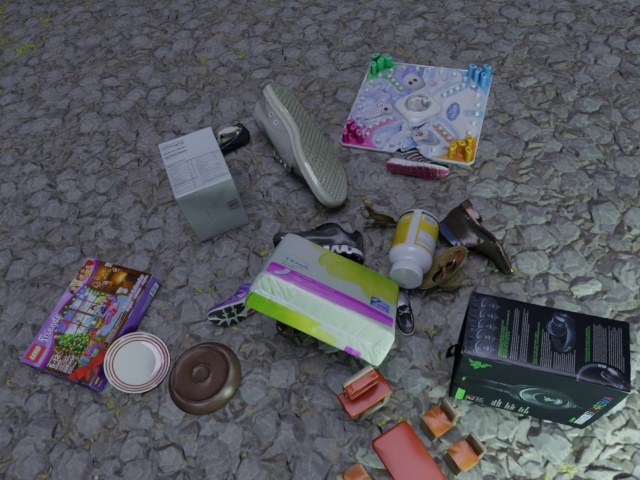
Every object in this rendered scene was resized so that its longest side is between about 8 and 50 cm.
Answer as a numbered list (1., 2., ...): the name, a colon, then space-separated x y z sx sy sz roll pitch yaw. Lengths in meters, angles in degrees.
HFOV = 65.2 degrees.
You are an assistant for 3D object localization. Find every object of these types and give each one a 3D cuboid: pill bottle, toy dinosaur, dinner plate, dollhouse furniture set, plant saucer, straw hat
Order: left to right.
1. dinner plate: -0.418 0.278 1.142 0.141 0.017 0.141 9 59 -15
2. plant saucer: -0.262 0.302 1.120 0.169 0.029 0.168 -3 56 5
3. toy dinosaur: 0.156 -0.056 1.270 0.093 0.183 0.053 1 73 55
4. dollhouse furniture set: 0.139 0.380 0.948 0.262 0.135 0.259 -30 58 -12
5. pill bottle: 0.218 0.020 1.180 0.103 0.103 0.184 11 49 15
6. straw hat: 0.297 0.082 1.165 0.061 0.144 0.144 48 67 -15

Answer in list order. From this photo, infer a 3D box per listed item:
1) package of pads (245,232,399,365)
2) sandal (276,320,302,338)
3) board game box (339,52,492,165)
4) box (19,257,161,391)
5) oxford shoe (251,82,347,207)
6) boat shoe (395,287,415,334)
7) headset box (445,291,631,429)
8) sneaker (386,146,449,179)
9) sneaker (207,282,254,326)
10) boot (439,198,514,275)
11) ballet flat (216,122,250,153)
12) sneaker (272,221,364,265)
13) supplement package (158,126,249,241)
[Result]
1. package of pads: 0.018 0.111 1.062 0.297 0.101 0.229 26 24 0
2. sandal: -0.029 0.152 1.163 0.090 0.060 0.219 33 50 7
3. board game box: 0.293 -0.411 1.503 0.391 0.050 0.389 12 59 15
4. box: -0.549 0.194 1.212 0.201 0.057 0.293 12 59 16
5. oxford shoe: -0.064 -0.255 1.411 0.130 0.169 0.449 -45 62 28
6. boat shoe: 0.190 0.155 1.149 0.046 0.038 0.125 -6 56 4
7. headset box: 0.385 0.229 0.947 0.283 0.246 0.131 11 59 14
8. sneaker: 0.270 -0.217 1.368 0.171 0.063 0.074 11 65 20
9. sneaker: -0.193 0.147 1.204 0.170 0.068 0.071 -25 41 -19
10. boot: 0.371 0.013 1.213 0.106 0.082 0.219 -33 60 12
11. ballet flat: -0.306 -0.290 1.493 0.203 0.074 0.074 -32 58 -13
12. sneaker: 0.000 0.000 1.258 0.235 0.078 0.106 9 56 9
13. supplement package: -0.305 -0.147 1.323 0.149 0.194 0.203 -22 57 -8
